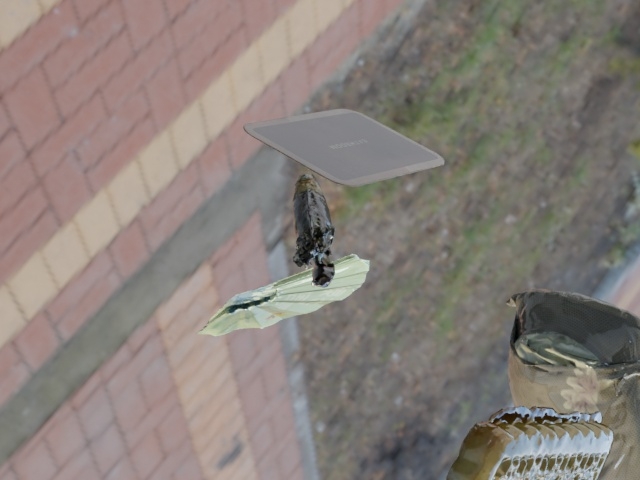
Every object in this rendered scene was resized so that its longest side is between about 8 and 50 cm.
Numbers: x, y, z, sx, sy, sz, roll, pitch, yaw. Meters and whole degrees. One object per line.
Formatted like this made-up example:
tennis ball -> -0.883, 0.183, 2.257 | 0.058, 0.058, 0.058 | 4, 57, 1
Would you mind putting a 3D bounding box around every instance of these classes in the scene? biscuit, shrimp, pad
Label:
biscuit -> 0.093, 0.218, 0.841 | 0.172, 0.029, 0.254 | 10, 109, -52
shrimp -> 0.000, 0.000, 1.095 | 0.161, 0.034, 0.091 | -88, 162, -70
pad -> 0.035, -0.122, 1.722 | 0.266, 0.176, 0.002 | -17, 132, -55

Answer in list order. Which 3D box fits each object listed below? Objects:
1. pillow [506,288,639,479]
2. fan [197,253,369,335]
pillow -> 0.202, 0.160, 1.019 | 0.059, 0.169, 0.255 | -22, 111, -34
fan -> -0.031, 0.057, 1.321 | 0.131, 0.009, 0.240 | 3, 157, -43
